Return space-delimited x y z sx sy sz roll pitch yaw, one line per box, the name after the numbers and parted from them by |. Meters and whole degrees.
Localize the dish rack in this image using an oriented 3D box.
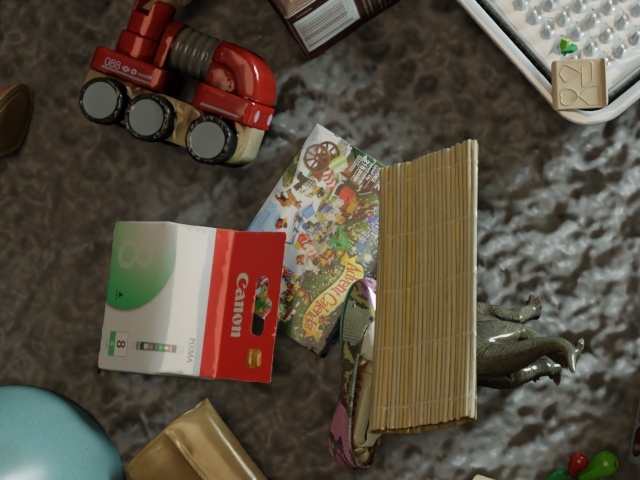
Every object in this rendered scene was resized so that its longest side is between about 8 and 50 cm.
0.309 -0.321 1.447 0.285 0.072 0.333 -39 78 1 | dish rack

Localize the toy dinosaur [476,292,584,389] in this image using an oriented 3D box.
0.184 0.118 1.338 0.160 0.313 0.121 0 109 -13 | toy dinosaur

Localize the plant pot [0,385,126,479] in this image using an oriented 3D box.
-0.389 0.308 1.404 0.290 0.195 0.290 -1 81 9 | plant pot

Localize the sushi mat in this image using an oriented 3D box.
0.111 0.051 1.327 0.151 0.019 0.317 -18 60 43 | sushi mat

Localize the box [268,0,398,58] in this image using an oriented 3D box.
-0.012 -0.359 1.454 0.167 0.168 0.203 -34 79 4 | box

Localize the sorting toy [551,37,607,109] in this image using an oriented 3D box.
0.293 -0.190 1.391 0.062 0.012 0.083 -2 86 13 | sorting toy

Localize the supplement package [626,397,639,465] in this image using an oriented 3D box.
0.406 0.185 1.269 0.133 0.244 0.139 13 83 10 | supplement package

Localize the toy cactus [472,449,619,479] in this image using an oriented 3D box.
0.243 0.320 1.358 0.180 0.112 0.219 25 95 21 | toy cactus

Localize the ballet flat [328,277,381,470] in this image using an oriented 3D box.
0.059 0.156 1.399 0.079 0.077 0.222 13 95 52 | ballet flat

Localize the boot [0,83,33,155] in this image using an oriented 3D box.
-0.468 -0.135 1.548 0.152 0.073 0.197 19 64 30 | boot

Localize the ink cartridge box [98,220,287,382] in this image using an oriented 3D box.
-0.154 0.071 1.435 0.224 0.056 0.181 1 81 34 | ink cartridge box

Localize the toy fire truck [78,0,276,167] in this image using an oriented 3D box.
-0.145 -0.230 1.483 0.217 0.158 0.246 21 96 12 | toy fire truck

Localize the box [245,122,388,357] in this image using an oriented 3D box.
0.000 0.000 1.463 0.159 0.044 0.233 32 88 12 | box

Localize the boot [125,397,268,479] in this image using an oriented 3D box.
-0.061 0.290 1.408 0.236 0.089 0.269 -42 77 3 | boot
